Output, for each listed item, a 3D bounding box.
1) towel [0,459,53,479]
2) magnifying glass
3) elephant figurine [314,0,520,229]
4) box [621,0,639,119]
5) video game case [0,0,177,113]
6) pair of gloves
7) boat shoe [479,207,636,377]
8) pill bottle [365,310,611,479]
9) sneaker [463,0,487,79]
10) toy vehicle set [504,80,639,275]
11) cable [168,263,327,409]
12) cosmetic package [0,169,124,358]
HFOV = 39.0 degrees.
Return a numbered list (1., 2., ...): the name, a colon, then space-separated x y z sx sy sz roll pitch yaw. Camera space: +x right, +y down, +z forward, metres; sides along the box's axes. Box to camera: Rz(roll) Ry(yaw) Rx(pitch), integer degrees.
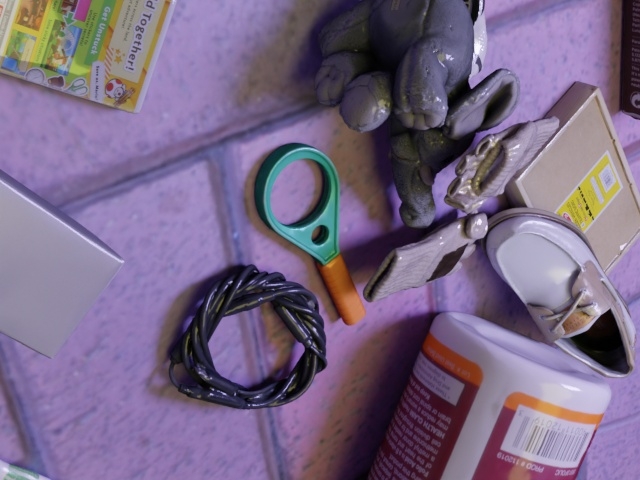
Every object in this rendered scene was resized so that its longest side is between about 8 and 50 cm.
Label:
1. towel: -0.356 0.297 0.794 0.248 0.038 0.325 -54 131 -7
2. magnifying glass: 0.000 0.000 0.946 0.092 0.026 0.231 -38 129 -19
3. elephant figurine: 0.109 -0.142 0.906 0.239 0.186 0.169 31 46 -52
4. box: 0.482 -0.345 1.093 0.191 0.143 0.381 -25 121 -27
5. video game case: -0.197 -0.232 0.693 0.206 0.026 0.227 14 100 -40
6. pair of gloves: 0.161 -0.032 0.970 0.240 0.042 0.204 -55 161 27
7. boat shoe: 0.312 0.069 1.127 0.113 0.103 0.302 -37 126 25
8. pill bottle: 0.167 0.303 1.076 0.224 0.224 0.392 16 99 -41
9. sneaker: 0.159 -0.225 0.967 0.043 0.040 0.109 -27 129 -46
10. toy vehicle set: 0.335 -0.052 1.173 0.166 0.035 0.267 -46 130 -12
11. cable: -0.064 0.105 0.936 0.184 0.047 0.150 22 90 -39
12. cosmetic package: -0.275 -0.022 0.658 0.238 0.127 0.107 38 84 -43
